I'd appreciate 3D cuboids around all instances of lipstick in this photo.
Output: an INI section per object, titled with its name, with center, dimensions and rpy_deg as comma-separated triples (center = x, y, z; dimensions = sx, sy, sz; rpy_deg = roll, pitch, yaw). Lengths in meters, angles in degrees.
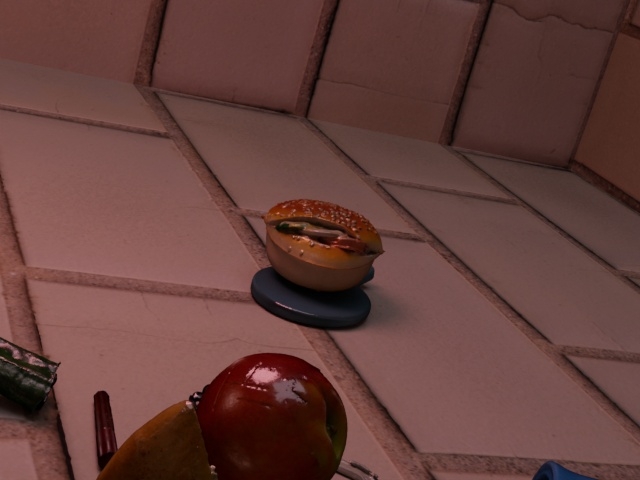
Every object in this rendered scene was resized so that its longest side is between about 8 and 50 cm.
[lipstick]
center = -0.271, 0.233, 1.477
dimensions = 0.027, 0.027, 0.176
rpy_deg = 11, 17, -17

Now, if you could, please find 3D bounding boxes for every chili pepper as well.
[chili pepper]
center = -0.442, 0.140, 1.475
dimensions = 0.227, 0.059, 0.088
rpy_deg = 27, 17, -10

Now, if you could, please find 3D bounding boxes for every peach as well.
[peach]
center = -0.067, 0.227, 1.441
dimensions = 0.197, 0.197, 0.197
rpy_deg = 15, 17, -5

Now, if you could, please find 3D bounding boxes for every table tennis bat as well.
[table tennis bat]
center = 0.005, 0.089, 2.147
dimensions = 0.215, 0.044, 0.329
rpy_deg = 23, 21, 24

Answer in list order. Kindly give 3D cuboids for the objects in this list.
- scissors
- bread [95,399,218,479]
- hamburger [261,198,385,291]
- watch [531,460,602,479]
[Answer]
[scissors]
center = -0.041, 0.268, 1.584
dimensions = 0.300, 0.022, 0.109
rpy_deg = 23, 22, 20
[bread]
center = -0.168, 0.248, 1.341
dimensions = 0.154, 0.136, 0.054
rpy_deg = 17, -1, -10
[hamburger]
center = 0.004, 0.001, 2.117
dimensions = 0.236, 0.147, 0.237
rpy_deg = 14, 18, -4
[watch]
center = 0.253, 0.351, 1.168
dimensions = 0.241, 0.275, 0.305
rpy_deg = 16, 22, 2
